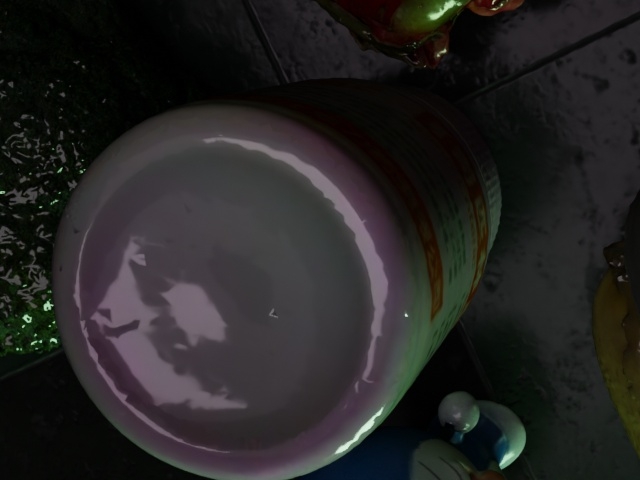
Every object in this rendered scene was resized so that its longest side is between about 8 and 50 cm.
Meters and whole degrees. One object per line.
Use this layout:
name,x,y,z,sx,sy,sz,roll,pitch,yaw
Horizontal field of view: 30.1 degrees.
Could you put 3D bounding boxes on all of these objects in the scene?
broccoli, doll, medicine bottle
broccoli,-0.226,-0.052,0.956,0.283,0.321,0.304,-33,76,52
doll,0.080,0.214,0.905,0.161,0.257,0.215,14,108,28
medicine bottle,0.000,0.000,0.816,0.219,0.388,0.219,3,100,16

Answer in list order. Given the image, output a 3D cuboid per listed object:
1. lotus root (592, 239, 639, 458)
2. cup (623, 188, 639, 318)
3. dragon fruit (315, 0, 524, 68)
lotus root,0.300,0.127,0.879,0.146,0.131,0.303,-32,86,19
cup,0.363,-0.039,0.754,0.227,0.301,0.257,21,144,-24
dragon fruit,0.074,-0.270,0.823,0.237,0.231,0.303,14,107,12
